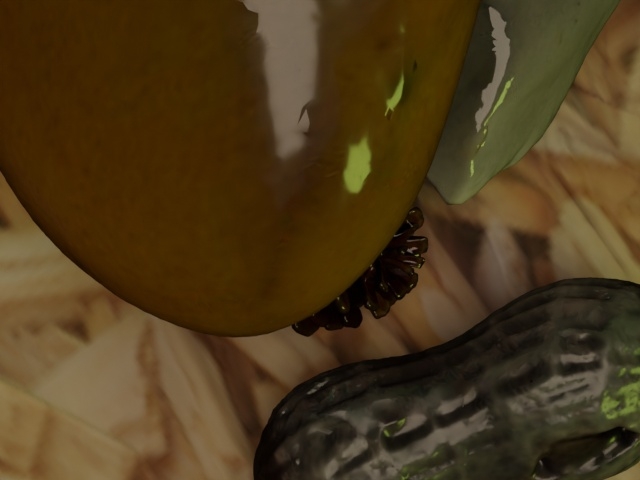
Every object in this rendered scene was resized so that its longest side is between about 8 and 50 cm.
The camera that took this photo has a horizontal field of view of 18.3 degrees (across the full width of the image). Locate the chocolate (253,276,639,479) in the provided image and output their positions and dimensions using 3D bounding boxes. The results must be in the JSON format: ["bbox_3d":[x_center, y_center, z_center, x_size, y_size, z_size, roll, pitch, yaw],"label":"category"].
[{"bbox_3d":[0.080,0.089,1.000,0.248,0.110,0.110,-18,90,-2],"label":"chocolate"}]

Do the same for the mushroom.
[{"bbox_3d":[0.127,-0.141,1.004,0.270,0.103,0.118,-43,94,-7],"label":"mushroom"}]

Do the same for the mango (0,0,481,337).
[{"bbox_3d":[-0.042,-0.176,0.906,0.300,0.232,0.446,-6,79,34],"label":"mango"}]

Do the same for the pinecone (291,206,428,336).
[{"bbox_3d":[0.002,-0.002,0.999,0.109,0.102,0.102,1,90,27],"label":"pinecone"}]
